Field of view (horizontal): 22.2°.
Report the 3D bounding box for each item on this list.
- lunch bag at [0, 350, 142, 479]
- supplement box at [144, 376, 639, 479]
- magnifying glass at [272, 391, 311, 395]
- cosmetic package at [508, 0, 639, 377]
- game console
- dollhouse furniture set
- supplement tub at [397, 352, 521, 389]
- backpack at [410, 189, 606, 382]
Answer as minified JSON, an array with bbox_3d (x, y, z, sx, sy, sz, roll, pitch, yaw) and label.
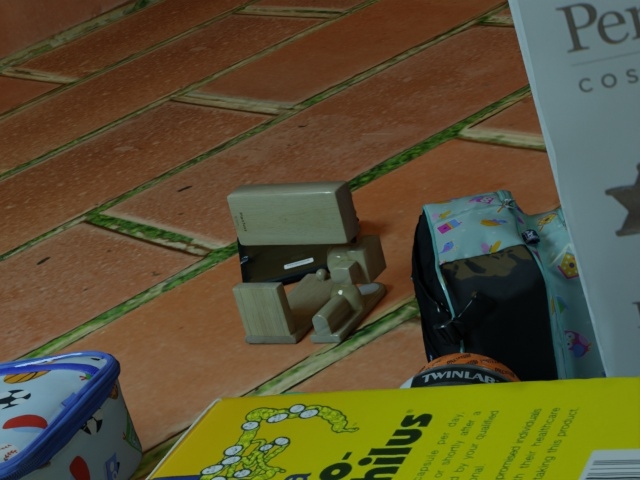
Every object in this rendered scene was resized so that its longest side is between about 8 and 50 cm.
[{"bbox_3d":[-0.300,0.172,1.233,0.303,0.115,0.243,-7,20,20],"label":"lunch bag"},{"bbox_3d":[0.078,0.204,0.851,0.356,0.194,0.195,-5,24,29],"label":"supplement box"},{"bbox_3d":[0.011,0.156,1.281,0.231,0.026,0.092,-1,26,42],"label":"magnifying glass"},{"bbox_3d":[0.336,-0.066,1.047,0.329,0.394,0.327,-11,21,19],"label":"cosmetic package"},{"bbox_3d":[-0.018,0.014,1.680,0.122,0.071,0.107,-16,50,7],"label":"game console"},{"bbox_3d":[0.000,0.000,1.502,0.144,0.151,0.123,-1,26,32],"label":"dollhouse furniture set"},{"bbox_3d":[0.089,0.157,1.074,0.117,0.117,0.190,-12,22,15],"label":"supplement tub"},{"bbox_3d":[0.141,0.047,1.244,0.144,0.166,0.188,-18,23,-4],"label":"backpack"}]
